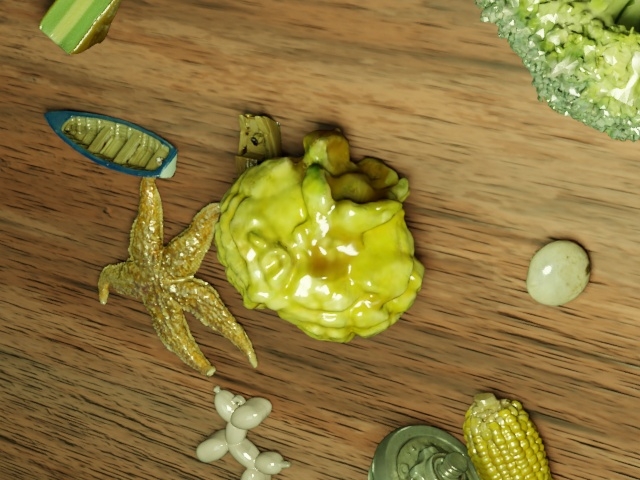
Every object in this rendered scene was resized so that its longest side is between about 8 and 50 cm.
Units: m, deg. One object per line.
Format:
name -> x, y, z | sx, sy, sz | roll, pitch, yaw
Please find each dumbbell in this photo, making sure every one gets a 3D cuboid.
dumbbell -> 0.078, 0.406, 1.975 | 0.179, 0.179, 0.406 | 46, 129, 7

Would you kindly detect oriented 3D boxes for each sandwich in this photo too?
sandwich -> -0.324, -0.326, 1.961 | 0.074, 0.074, 0.116 | 40, 128, 10

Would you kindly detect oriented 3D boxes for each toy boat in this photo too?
toy boat -> -0.302, -0.137, 2.047 | 0.229, 0.080, 0.046 | 20, 155, 27
toy boat -> -0.088, -0.075, 1.926 | 0.064, 0.072, 0.206 | 12, 119, 27

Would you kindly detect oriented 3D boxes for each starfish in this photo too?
starfish -> -0.212, 0.051, 2.077 | 0.299, 0.060, 0.302 | 22, 122, 26

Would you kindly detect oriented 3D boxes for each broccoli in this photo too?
broccoli -> 0.369, -0.269, 1.474 | 0.397, 0.275, 0.353 | -25, 115, 19

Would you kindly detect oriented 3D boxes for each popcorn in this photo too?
popcorn -> 0.000, 0.000, 1.811 | 0.258, 0.224, 0.270 | -16, 88, 9

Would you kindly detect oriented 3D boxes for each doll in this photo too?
doll -> -0.115, 0.295, 2.127 | 0.161, 0.059, 0.160 | 43, 128, 10

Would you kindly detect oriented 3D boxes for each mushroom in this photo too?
mushroom -> 0.283, 0.034, 1.741 | 0.079, 0.085, 0.085 | -120, 31, -56

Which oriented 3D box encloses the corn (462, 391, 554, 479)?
corn -> 0.269, 0.345, 1.877 | 0.097, 0.097, 0.319 | -11, 106, 37
